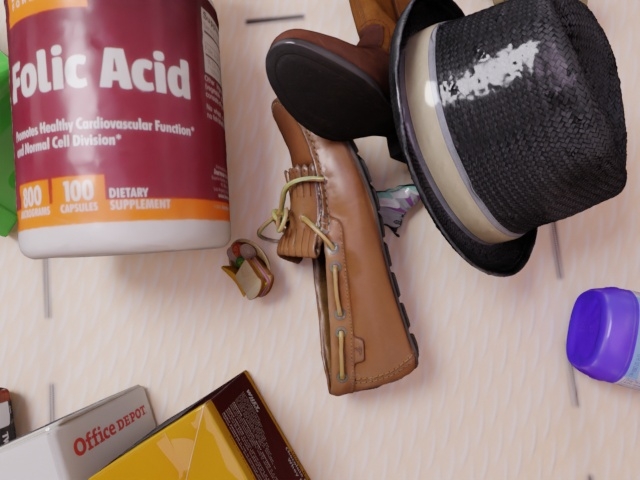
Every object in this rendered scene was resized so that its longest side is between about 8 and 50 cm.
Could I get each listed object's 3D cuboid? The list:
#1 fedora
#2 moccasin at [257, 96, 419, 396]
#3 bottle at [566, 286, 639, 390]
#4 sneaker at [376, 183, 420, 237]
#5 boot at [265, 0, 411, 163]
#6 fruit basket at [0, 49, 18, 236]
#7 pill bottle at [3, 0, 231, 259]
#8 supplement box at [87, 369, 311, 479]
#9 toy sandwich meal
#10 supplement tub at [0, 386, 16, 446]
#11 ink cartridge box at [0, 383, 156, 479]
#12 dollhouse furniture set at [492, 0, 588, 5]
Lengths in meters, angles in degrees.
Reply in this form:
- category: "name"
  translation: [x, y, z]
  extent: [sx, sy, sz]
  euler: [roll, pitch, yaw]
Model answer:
- category: "fedora"
  translation: [0.218, -0.123, 0.449]
  extent: [0.152, 0.333, 0.335]
  euler: [-12, 73, 45]
- category: "moccasin"
  translation: [-0.001, 0.000, 0.542]
  extent: [0.146, 0.139, 0.381]
  euler: [-16, 92, -9]
- category: "bottle"
  translation: [0.460, 0.143, 0.523]
  extent: [0.282, 0.092, 0.118]
  euler: [15, 83, 3]
- category: "sneaker"
  translation: [0.109, -0.039, 0.587]
  extent: [0.098, 0.038, 0.069]
  euler: [-12, 102, -12]
- category: "boot"
  translation: [0.053, -0.250, 0.499]
  extent: [0.263, 0.096, 0.281]
  euler: [10, 66, -30]
- category: "fruit basket"
  translation: [-0.565, -0.145, 0.489]
  extent: [0.391, 0.283, 0.393]
  euler: [3, 72, -8]
- category: "pill bottle"
  translation: [-0.226, -0.181, 0.498]
  extent: [0.223, 0.224, 0.393]
  euler: [-4, 89, 1]
- category: "supplement box"
  translation: [-0.106, 0.274, 0.473]
  extent: [0.129, 0.194, 0.192]
  euler: [-32, 83, -2]
- category: "toy sandwich meal"
  translation: [-0.097, 0.039, 0.564]
  extent: [0.085, 0.029, 0.086]
  euler: [15, 117, 32]
- category: "supplement tub"
  translation: [-0.430, 0.292, 0.527]
  extent: [0.105, 0.106, 0.198]
  euler: [-14, 84, 0]
- category: "ink cartridge box"
  translation: [-0.245, 0.324, 0.470]
  extent: [0.114, 0.197, 0.273]
  euler: [-20, 83, -1]
- category: "dollhouse furniture set"
  translation: [0.271, -0.290, 0.613]
  extent: [0.143, 0.123, 0.152]
  euler: [-6, 118, 1]
